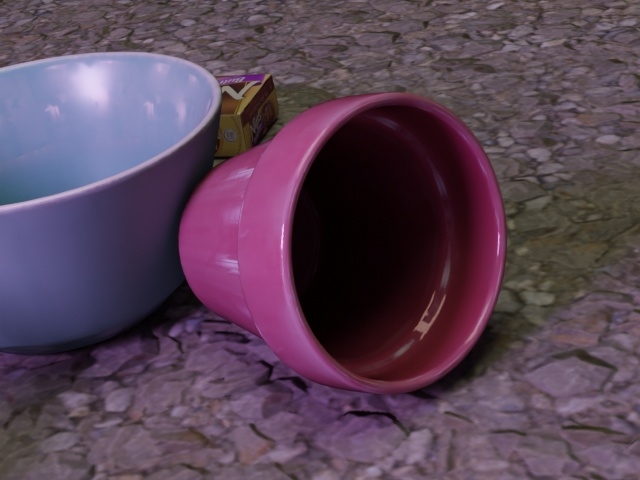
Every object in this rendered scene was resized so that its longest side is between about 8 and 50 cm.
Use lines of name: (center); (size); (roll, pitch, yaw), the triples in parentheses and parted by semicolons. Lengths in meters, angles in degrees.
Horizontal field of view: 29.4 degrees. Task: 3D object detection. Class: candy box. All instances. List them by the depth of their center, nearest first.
candy box: (-0.149, -0.131, 1.285); (0.186, 0.053, 0.109); (0, 29, 18)

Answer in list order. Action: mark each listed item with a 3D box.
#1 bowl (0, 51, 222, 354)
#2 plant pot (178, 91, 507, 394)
bowl: (-0.218, -0.022, 0.979); (0.311, 0.163, 0.311); (-7, 27, 4)
plant pot: (0.000, 0.000, 0.864); (0.201, 0.201, 0.180); (-29, 19, -34)
